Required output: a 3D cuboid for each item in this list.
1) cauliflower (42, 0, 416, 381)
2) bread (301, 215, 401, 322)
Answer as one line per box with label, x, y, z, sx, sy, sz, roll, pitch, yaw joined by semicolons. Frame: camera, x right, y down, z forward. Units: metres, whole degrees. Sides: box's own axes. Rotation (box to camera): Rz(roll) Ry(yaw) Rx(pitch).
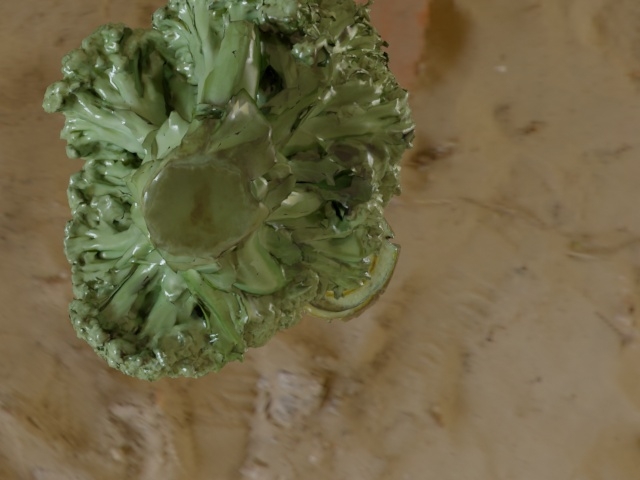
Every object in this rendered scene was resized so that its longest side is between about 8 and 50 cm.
cauliflower;-0.064;-0.048;1.191;0.272;0.250;0.275;-15;96;3
bread;0.000;0.000;1.601;0.117;0.064;0.156;-35;90;-11
